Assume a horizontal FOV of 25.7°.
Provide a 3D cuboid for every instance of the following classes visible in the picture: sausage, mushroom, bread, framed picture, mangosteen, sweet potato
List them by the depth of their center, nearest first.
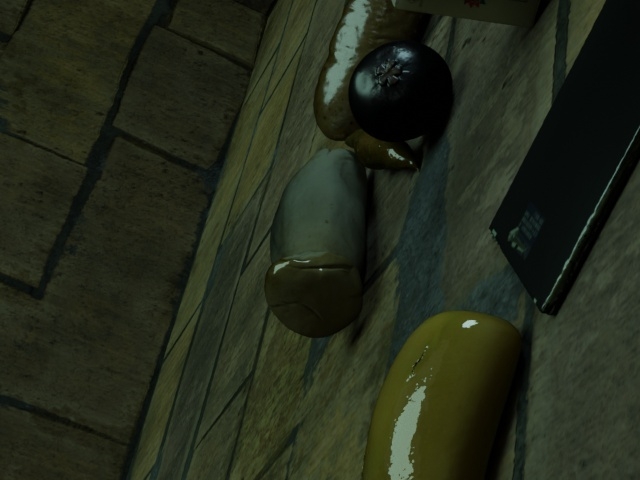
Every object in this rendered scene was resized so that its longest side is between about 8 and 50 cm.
[{"bbox_3d":[0.097,0.159,1.226,0.147,0.098,0.217,-36,34,63],"label":"bread"},{"bbox_3d":[0.252,-0.120,1.258,0.255,0.014,0.338,-104,39,-73],"label":"framed picture"},{"bbox_3d":[0.108,-0.187,1.810,0.137,0.137,0.151,-68,-21,-6],"label":"mangosteen"},{"bbox_3d":[-0.005,0.005,1.918,0.154,0.137,0.407,-49,11,22],"label":"mushroom"},{"bbox_3d":[0.082,-0.125,1.928,0.067,0.067,0.274,-66,16,5],"label":"sweet potato"},{"bbox_3d":[0.117,-0.382,2.127,0.500,0.123,0.136,-68,-18,-3],"label":"sausage"}]

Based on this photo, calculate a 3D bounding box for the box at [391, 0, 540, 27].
[{"bbox_3d":[0.175,-0.354,1.536,0.095,0.168,0.212,-87,7,-49],"label":"box"}]
